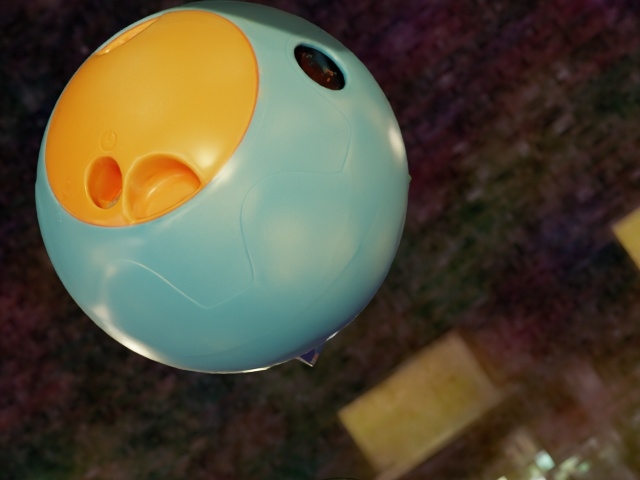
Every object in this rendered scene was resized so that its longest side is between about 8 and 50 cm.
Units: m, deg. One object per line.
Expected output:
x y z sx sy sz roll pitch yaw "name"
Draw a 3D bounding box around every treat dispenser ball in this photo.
-0.076 -0.041 1.343 0.288 0.288 0.288 -33 169 -7 "treat dispenser ball"

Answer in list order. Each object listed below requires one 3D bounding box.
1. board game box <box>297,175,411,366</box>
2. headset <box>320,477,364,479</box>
0.000 0.000 1.612 0.210 0.047 0.160 -63 156 -6 "board game box"
0.115 0.306 1.013 0.185 0.394 0.243 -52 -175 -27 "headset"
